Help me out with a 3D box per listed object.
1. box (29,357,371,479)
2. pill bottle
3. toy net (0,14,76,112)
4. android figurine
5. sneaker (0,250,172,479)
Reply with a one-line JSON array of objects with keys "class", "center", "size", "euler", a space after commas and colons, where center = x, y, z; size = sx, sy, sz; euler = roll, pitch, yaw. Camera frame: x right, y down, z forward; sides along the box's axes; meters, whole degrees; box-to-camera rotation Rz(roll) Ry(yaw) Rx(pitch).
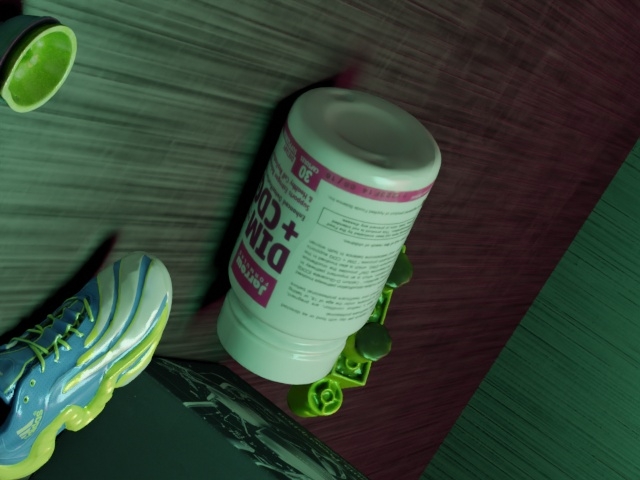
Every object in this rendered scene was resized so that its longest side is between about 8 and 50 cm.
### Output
[{"class": "box", "center": [-0.074, 0.291, 1.740], "size": [0.179, 0.343, 0.312], "euler": [-55, 163, 5]}, {"class": "pill bottle", "center": [0.000, 0.000, 1.710], "size": [0.160, 0.160, 0.283], "euler": [-31, 150, -53]}, {"class": "toy net", "center": [-0.257, -0.065, 1.104], "size": [0.232, 0.045, 0.122], "euler": [-54, 163, -2]}, {"class": "android figurine", "center": [0.023, 0.084, 1.909], "size": [0.273, 0.056, 0.248], "euler": [-15, -124, 70]}, {"class": "sneaker", "center": [-0.223, 0.105, 1.433], "size": [0.240, 0.091, 0.126], "euler": [-54, 162, -1]}]
